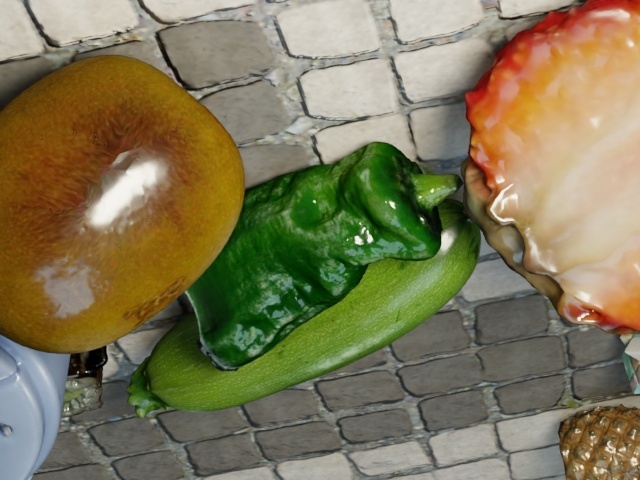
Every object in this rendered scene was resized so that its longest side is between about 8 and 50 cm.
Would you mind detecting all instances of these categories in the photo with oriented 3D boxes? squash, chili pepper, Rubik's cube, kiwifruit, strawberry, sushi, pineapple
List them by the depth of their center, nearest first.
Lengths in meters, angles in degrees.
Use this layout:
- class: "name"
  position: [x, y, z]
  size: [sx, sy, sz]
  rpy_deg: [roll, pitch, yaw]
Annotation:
- class: "kiwifruit"
  position: [-0.174, -0.023, 1.434]
  size: [0.234, 0.196, 0.196]
  rpy_deg: [-48, 150, -15]
- class: "strawberry"
  position: [0.269, -0.091, 1.489]
  size: [0.265, 0.149, 0.336]
  rpy_deg: [45, 114, 0]
- class: "chili pepper"
  position: [0.000, 0.000, 1.610]
  size: [0.270, 0.136, 0.099]
  rpy_deg: [-26, 167, 29]
- class: "squash"
  position: [-0.013, 0.071, 1.729]
  size: [0.395, 0.107, 0.107]
  rpy_deg: [-27, 143, 26]
- class: "sushi"
  position: [-0.240, 0.107, 1.759]
  size: [0.094, 0.084, 0.098]
  rpy_deg: [3, 141, -10]
- class: "Rubik's cube"
  position: [0.331, 0.113, 1.888]
  size: [0.073, 0.084, 0.075]
  rpy_deg: [-5, 131, -12]
- class: "pineapple"
  position: [0.373, 0.210, 2.012]
  size: [0.237, 0.119, 0.111]
  rpy_deg: [-17, 160, 12]

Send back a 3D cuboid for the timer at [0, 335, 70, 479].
- class: "timer"
  position: [-0.382, 0.096, 1.613]
  size: [0.395, 0.173, 0.395]
  rpy_deg: [1, 137, 1]
